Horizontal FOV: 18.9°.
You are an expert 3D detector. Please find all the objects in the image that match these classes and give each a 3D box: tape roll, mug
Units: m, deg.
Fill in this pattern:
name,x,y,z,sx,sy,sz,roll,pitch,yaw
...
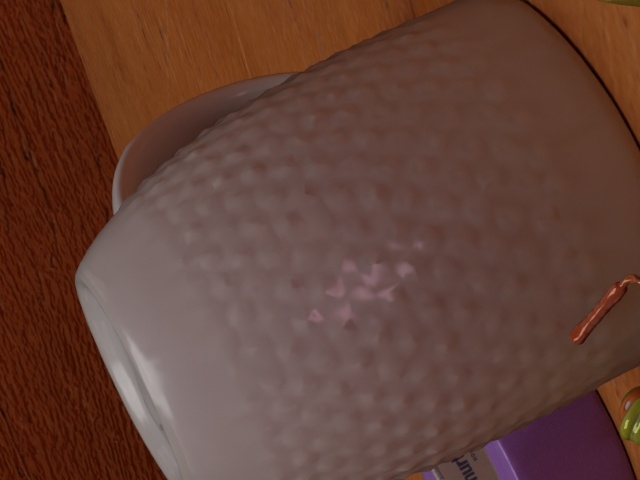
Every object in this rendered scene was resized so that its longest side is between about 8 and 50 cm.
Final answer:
name,x,y,z,sx,sy,sz,roll,pitch,yaw
tape roll,0.150,0.163,1.556,0.275,0.090,0.275,56,165,24
mug,0.000,0.000,1.296,0.374,0.328,0.276,49,160,47

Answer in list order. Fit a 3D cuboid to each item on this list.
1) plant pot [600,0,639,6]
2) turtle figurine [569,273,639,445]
name,x,y,z,sx,sy,sz,roll,pitch,yaw
plant pot,0.160,-0.162,0.898,0.134,0.095,0.134,57,164,25
turtle figurine,0.250,0.153,1.165,0.217,0.087,0.269,41,147,40
